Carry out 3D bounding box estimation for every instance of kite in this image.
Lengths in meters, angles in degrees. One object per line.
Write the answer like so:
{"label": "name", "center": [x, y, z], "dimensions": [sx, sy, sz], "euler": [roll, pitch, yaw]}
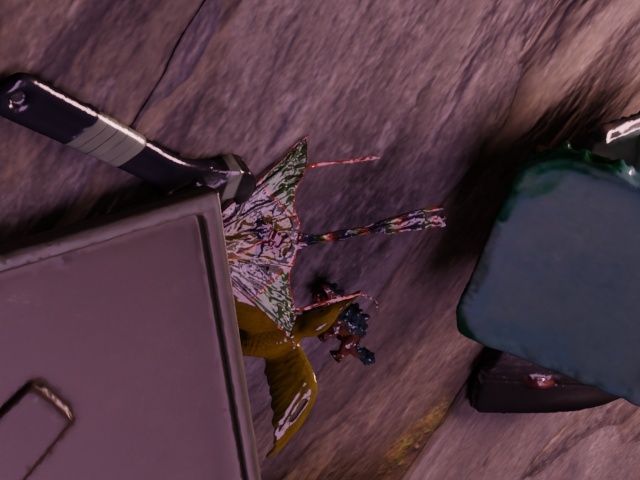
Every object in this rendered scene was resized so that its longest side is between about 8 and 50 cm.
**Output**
{"label": "kite", "center": [0.000, 0.000, 1.632], "dimensions": [0.244, 0.006, 0.198], "euler": [-5, 108, -17]}

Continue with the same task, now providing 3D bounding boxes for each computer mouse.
{"label": "computer mouse", "center": [0.313, 0.140, 2.127], "dimensions": [0.295, 0.087, 0.168], "euler": [-13, 142, -32]}

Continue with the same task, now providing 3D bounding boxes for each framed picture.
{"label": "framed picture", "center": [-0.261, 0.164, 1.480], "dimensions": [0.446, 0.028, 0.326], "euler": [-17, 112, -25]}

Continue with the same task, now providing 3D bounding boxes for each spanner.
{"label": "spanner", "center": [-0.161, -0.069, 1.466], "dimensions": [0.087, 0.024, 0.316], "euler": [-42, 148, 15]}

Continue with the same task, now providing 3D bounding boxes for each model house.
{"label": "model house", "center": [0.296, -0.029, 1.843], "dimensions": [0.249, 0.230, 0.280], "euler": [-67, 178, -48]}

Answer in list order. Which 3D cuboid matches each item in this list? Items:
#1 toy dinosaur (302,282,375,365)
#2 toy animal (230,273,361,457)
{"label": "toy dinosaur", "center": [0.022, 0.086, 1.810], "dimensions": [0.055, 0.049, 0.154], "euler": [-40, 143, -5]}
{"label": "toy animal", "center": [-0.041, 0.074, 1.696], "dimensions": [0.155, 0.095, 0.219], "euler": [-33, 116, -9]}
